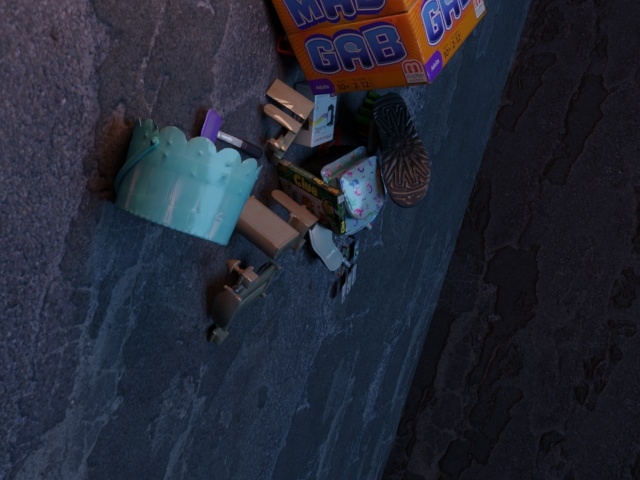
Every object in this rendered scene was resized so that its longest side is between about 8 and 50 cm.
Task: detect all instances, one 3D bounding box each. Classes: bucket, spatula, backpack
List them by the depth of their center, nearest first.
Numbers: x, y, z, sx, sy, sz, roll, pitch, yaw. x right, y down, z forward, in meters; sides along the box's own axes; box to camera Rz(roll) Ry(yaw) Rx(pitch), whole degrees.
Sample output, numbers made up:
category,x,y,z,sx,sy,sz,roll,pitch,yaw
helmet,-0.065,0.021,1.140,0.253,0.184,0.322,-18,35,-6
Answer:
category,x,y,z,sx,sy,sz,roll,pitch,yaw
bucket,-0.274,-0.114,1.301,0.281,0.281,0.183,23,87,-64
spatula,-0.215,-0.245,1.589,0.296,0.030,0.084,18,91,-64
backpack,0.084,-0.149,1.979,0.225,0.191,0.254,-33,125,-33

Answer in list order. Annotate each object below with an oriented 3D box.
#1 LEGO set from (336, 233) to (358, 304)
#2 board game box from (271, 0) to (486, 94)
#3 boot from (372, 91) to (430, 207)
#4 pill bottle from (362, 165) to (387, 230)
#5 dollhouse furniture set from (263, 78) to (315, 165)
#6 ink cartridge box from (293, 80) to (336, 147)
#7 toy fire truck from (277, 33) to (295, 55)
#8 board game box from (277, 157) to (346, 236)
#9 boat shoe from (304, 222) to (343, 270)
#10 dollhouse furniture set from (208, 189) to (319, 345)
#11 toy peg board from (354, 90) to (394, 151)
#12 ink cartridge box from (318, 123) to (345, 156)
category,x,y,z,sx,sy,sz,roll,pitch,yaw
LEGO set,0.094,0.090,2.414,0.182,0.060,0.244,-56,153,-54
board game box,0.139,-0.614,1.575,0.356,0.356,0.356,-53,131,-33
boot,0.274,-0.241,2.133,0.445,0.146,0.367,55,27,-77
pill bottle,0.163,-0.156,2.274,0.222,0.124,0.124,-67,153,-11
dollhouse furniture set,-0.119,-0.316,1.734,0.144,0.123,0.151,-59,-174,-23
ink cartridge box,-0.016,-0.368,1.848,0.127,0.072,0.175,-32,134,-53
toy fire truck,-0.044,-0.574,1.690,0.135,0.047,0.192,2,102,-59
board game box,-0.027,-0.123,1.780,0.030,0.259,0.136,-29,133,-31
boat shoe,0.000,0.000,2.103,0.095,0.079,0.254,-48,140,-11
dollhouse furniture set,-0.207,0.064,1.783,0.303,0.173,0.356,-38,163,-51
toy peg board,0.178,-0.421,2.211,0.161,0.079,0.161,-59,167,-21
ink cartridge box,0.050,-0.266,2.076,0.145,0.045,0.179,-46,146,-43
